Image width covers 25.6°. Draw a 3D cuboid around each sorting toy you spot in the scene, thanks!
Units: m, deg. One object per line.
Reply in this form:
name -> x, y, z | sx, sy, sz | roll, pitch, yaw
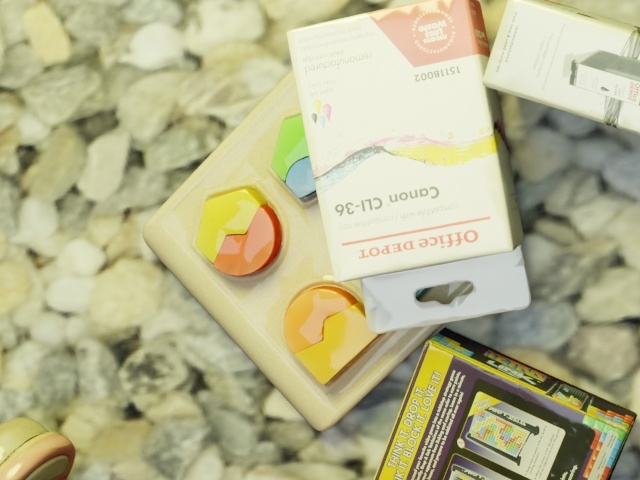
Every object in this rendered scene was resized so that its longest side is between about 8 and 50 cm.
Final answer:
sorting toy -> 0.000, 0.000, 0.945 | 0.193, 0.038, 0.208 | 47, 111, 6

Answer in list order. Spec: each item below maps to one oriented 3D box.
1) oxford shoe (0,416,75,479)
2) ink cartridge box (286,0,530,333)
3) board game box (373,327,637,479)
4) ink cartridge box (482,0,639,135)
oxford shoe -> -0.346, 0.241, 1.060 | 0.397, 0.140, 0.146 | -42, 77, 19
ink cartridge box -> 0.058, -0.043, 0.873 | 0.115, 0.067, 0.198 | -11, 92, 14
board game box -> 0.110, 0.164, 0.930 | 0.141, 0.048, 0.170 | 25, 107, 16
ink cartridge box -> 0.175, -0.100, 0.833 | 0.135, 0.099, 0.056 | 20, 104, 14
